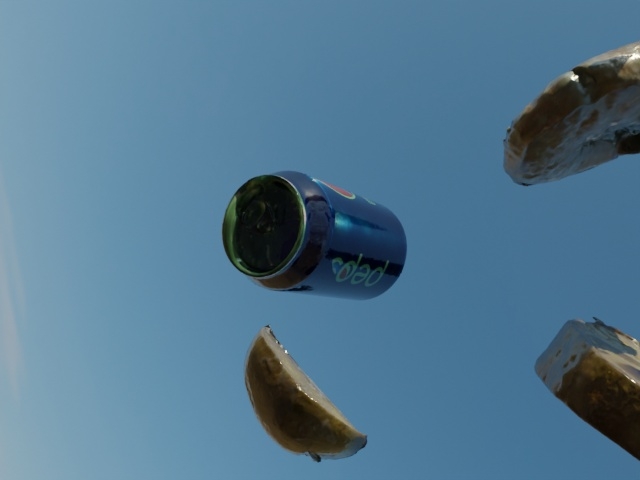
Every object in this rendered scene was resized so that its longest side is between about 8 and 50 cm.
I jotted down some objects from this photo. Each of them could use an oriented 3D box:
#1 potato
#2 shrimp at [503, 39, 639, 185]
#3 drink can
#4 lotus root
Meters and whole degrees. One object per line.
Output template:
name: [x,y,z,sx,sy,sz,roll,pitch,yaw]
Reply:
potato: [-0.062,0.240,0.929,0.120,0.100,0.261,-48,-121,0]
shrimp: [0.403,-0.150,0.766,0.110,0.445,0.221,64,-32,26]
drink can: [0.000,0.000,0.633,0.118,0.205,0.118,-5,-99,32]
lotus root: [0.478,0.241,0.791,0.390,0.375,0.111,28,-80,6]
